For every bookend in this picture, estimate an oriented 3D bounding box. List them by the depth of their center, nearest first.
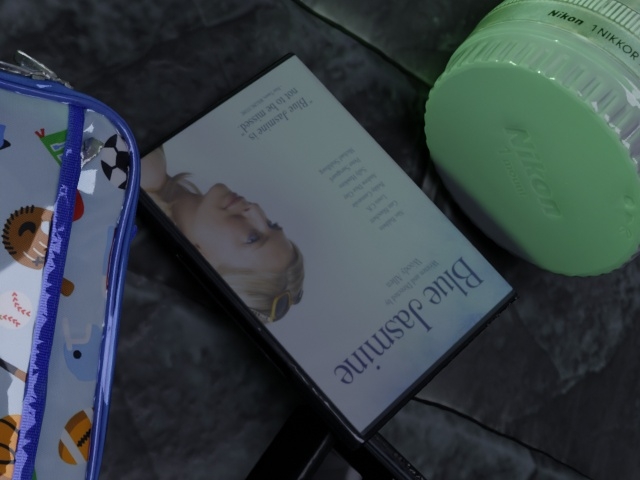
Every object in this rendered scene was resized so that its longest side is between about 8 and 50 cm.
[{"bbox_3d":[0.011,0.223,0.834,0.156,0.072,0.157,46,63,-17],"label":"bookend"}]

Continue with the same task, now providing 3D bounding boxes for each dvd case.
[{"bbox_3d":[0.000,0.000,0.848,0.180,0.022,0.253,-39,83,-30],"label":"dvd case"}]

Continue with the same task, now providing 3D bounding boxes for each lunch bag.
[{"bbox_3d":[-0.226,0.032,0.703,0.243,0.115,0.303,15,76,-31],"label":"lunch bag"}]

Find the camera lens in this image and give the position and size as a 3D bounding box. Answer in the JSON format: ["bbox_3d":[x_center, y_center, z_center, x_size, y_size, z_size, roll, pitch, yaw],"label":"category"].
[{"bbox_3d":[0.241,-0.130,0.946,0.274,0.219,0.219,-42,104,-29],"label":"camera lens"}]
